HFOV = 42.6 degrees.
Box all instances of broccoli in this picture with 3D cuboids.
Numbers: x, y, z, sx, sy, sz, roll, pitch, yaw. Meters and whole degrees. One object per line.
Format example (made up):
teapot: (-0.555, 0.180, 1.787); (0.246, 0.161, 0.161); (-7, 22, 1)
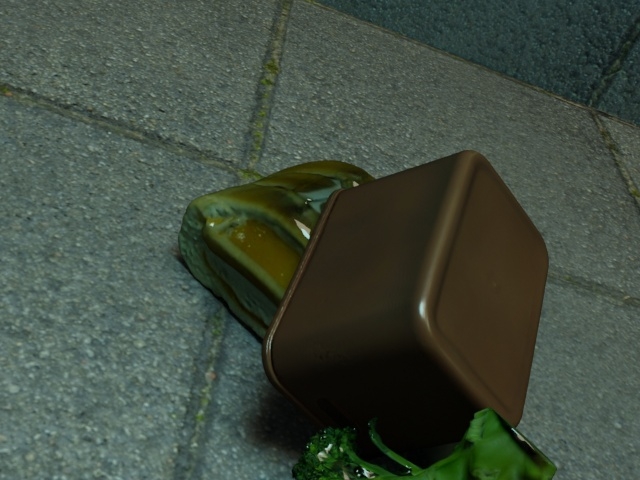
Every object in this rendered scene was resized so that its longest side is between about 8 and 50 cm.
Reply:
broccoli: (0.105, 0.302, 0.880); (0.297, 0.297, 0.297); (44, 4, -3)

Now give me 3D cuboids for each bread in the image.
bread: (0.000, 0.000, 1.274); (0.341, 0.210, 0.300); (-19, 56, -46)

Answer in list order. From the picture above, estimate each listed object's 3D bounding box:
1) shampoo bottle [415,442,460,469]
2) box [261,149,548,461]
shampoo bottle: (0.176, 0.295, 1.094); (0.085, 0.085, 0.262); (8, 38, -24)
box: (0.124, 0.076, 1.040); (0.239, 0.229, 0.339); (48, 44, -26)
